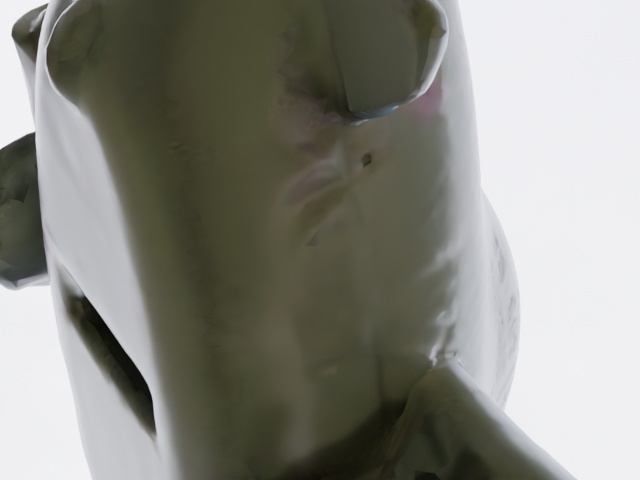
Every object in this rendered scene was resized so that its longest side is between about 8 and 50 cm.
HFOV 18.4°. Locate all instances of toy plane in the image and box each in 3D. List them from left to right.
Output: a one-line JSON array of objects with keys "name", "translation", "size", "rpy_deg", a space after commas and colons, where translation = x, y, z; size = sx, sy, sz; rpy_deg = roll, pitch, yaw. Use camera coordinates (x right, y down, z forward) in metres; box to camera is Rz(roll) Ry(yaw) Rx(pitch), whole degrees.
[{"name": "toy plane", "translation": [-0.005, 0.002, 0.466], "size": [0.123, 0.267, 0.267], "rpy_deg": [-19, -73, -24]}]
